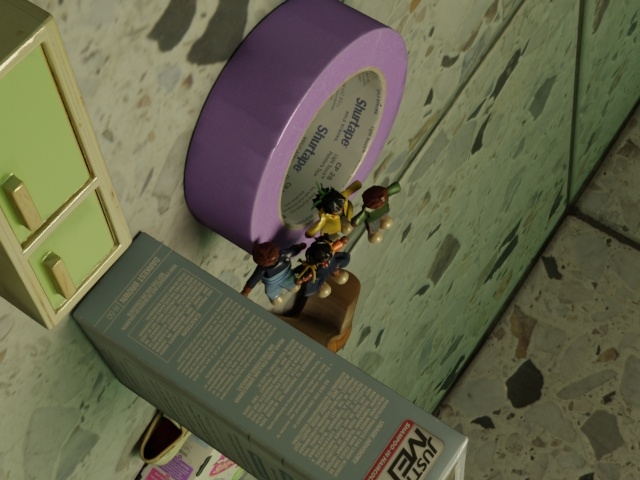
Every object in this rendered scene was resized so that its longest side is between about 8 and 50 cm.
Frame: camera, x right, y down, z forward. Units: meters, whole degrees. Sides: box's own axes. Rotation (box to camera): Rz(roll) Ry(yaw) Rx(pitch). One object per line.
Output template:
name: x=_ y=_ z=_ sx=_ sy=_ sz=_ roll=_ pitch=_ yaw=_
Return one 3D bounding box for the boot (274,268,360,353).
boot: x=-0.054 y=0.182 z=1.546 sx=0.283 sy=0.109 sz=0.220 roll=-49 pitch=164 yaw=-46

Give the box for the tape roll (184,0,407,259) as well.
tape roll: x=-0.021 y=-0.114 z=1.177 sx=0.275 sy=0.090 sz=0.275 roll=-50 pitch=159 yaw=-26

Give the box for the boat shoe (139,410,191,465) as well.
boat shoe: x=-0.171 y=0.214 z=1.356 sx=0.135 sy=0.050 sz=0.045 roll=-59 pitch=166 yaw=1

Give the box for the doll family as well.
doll family: x=0.000 y=0.000 z=1.155 sx=0.193 sy=0.076 sz=0.111 roll=-51 pitch=164 yaw=-12

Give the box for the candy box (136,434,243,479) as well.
candy box: x=-0.166 y=0.306 z=1.470 sx=0.196 sy=0.070 sz=0.165 roll=-58 pitch=161 yaw=0

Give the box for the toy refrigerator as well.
toy refrigerator: x=-0.215 y=-0.051 z=0.788 sx=0.102 sy=0.094 sz=0.269 roll=-50 pitch=160 yaw=-24

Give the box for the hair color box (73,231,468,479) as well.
hair color box: x=-0.045 y=0.161 z=1.091 sx=0.114 sy=0.374 sz=0.185 roll=-52 pitch=160 yaw=-19
